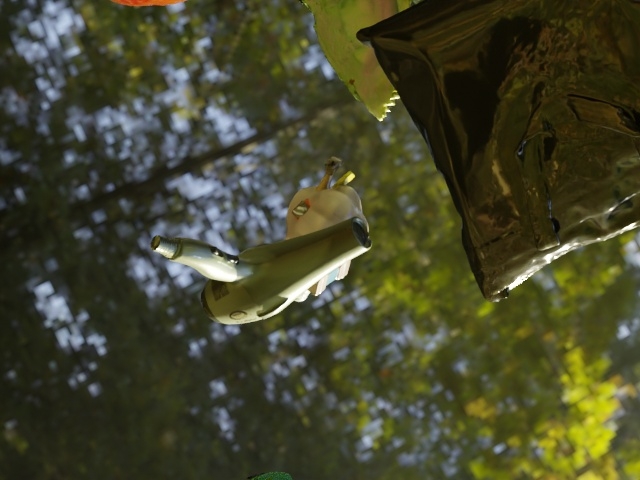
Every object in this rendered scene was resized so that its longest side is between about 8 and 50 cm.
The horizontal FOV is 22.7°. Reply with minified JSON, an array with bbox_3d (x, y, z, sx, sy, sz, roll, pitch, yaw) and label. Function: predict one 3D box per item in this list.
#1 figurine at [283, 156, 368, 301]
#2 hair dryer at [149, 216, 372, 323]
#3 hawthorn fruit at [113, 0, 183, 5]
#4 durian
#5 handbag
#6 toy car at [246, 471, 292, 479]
[{"bbox_3d":[0.000,0.000,2.103,0.112,0.137,0.229,49,-36,25],"label":"figurine"},{"bbox_3d":[-0.055,0.013,1.787,0.225,0.219,0.088,56,18,-62],"label":"hair dryer"},{"bbox_3d":[-0.224,-0.481,2.278,0.369,0.284,0.285,5,-61,62],"label":"hawthorn fruit"},{"bbox_3d":[0.034,-0.337,1.998,0.355,0.169,0.157,56,-3,27],"label":"durian"},{"bbox_3d":[0.160,-0.092,1.027,0.254,0.088,0.211,-25,-91,37],"label":"handbag"},{"bbox_3d":[-0.031,0.322,1.690,0.062,0.071,0.165,-31,-111,36],"label":"toy car"}]
